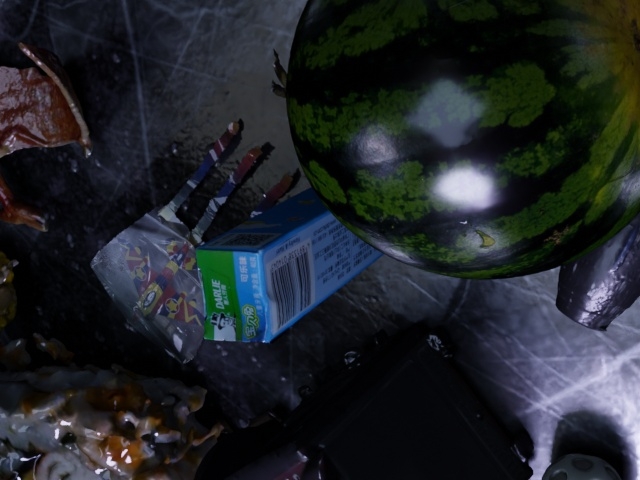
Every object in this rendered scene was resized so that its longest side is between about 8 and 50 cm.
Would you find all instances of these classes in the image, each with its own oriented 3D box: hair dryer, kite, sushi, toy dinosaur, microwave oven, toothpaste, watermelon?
[{"bbox_3d":[0.299,0.009,0.759,0.219,0.075,0.195,27,106,4],"label":"hair dryer"},{"bbox_3d":[-0.118,0.002,0.968,0.141,0.015,0.245,43,119,5],"label":"kite"},{"bbox_3d":[-0.254,0.286,1.025,0.417,0.176,0.417,7,107,24],"label":"sushi"},{"bbox_3d":[-0.355,-0.094,0.996,0.327,0.113,0.206,7,108,25],"label":"toy dinosaur"},{"bbox_3d":[0.028,0.199,0.830,0.178,0.247,0.188,-37,87,32],"label":"microwave oven"},{"bbox_3d":[0.000,0.000,0.767,0.050,0.266,0.065,1,106,26],"label":"toothpaste"},{"bbox_3d":[0.106,-0.103,0.695,0.269,0.269,0.269,7,108,23],"label":"watermelon"}]

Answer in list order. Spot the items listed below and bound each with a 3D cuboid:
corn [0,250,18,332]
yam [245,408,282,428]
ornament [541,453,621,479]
[{"bbox_3d":[-0.442,0.030,1.085,0.313,0.102,0.102,13,111,26],"label":"corn"},{"bbox_3d":[0.020,0.263,0.964,0.046,0.046,0.264,-42,86,29],"label":"yam"},{"bbox_3d":[0.210,0.249,0.853,0.075,0.081,0.156,9,113,27],"label":"ornament"}]
